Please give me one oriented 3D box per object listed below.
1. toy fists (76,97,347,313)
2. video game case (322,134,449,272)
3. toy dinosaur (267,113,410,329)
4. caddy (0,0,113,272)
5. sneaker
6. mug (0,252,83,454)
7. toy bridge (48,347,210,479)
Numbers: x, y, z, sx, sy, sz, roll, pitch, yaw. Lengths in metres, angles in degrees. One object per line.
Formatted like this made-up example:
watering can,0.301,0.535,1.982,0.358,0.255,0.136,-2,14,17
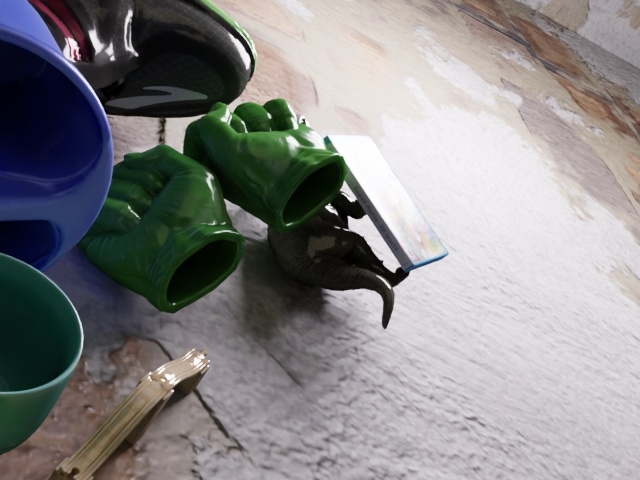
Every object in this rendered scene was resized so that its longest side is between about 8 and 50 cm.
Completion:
toy fists,-0.108,-0.052,0.859,0.142,0.096,0.279,33,52,26
video game case,0.072,-0.044,0.972,0.166,0.015,0.119,57,25,10
toy dinosaur,0.000,0.000,0.973,0.161,0.121,0.313,8,43,-20
caddy,-0.315,-0.072,0.603,0.342,0.241,0.179,9,32,-37
sneaker,-0.284,-0.165,0.859,0.483,0.185,0.202,0,51,-31
mug,-0.248,0.074,0.599,0.158,0.097,0.129,42,31,12
toy bridge,-0.134,0.126,0.674,0.026,0.063,0.188,38,30,5
